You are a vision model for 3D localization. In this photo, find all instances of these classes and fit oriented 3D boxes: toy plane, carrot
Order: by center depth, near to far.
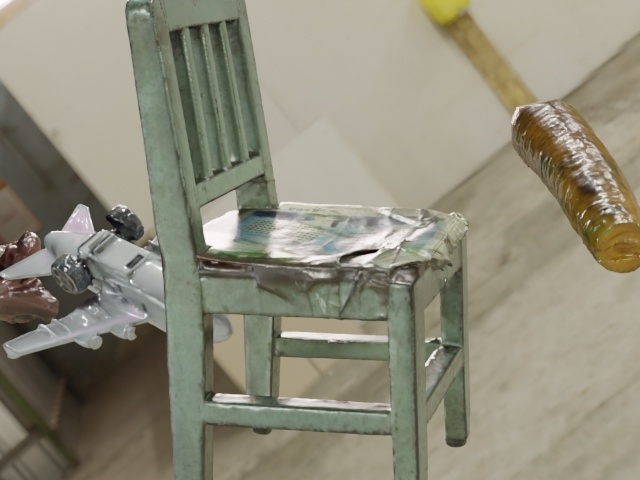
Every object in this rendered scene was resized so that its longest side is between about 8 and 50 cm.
[{"bbox_3d":[0.132,-0.032,0.667,0.042,0.042,0.171,-36,25,13],"label":"carrot"},{"bbox_3d":[-0.122,0.024,0.822,0.171,0.065,0.162,16,49,39],"label":"toy plane"}]

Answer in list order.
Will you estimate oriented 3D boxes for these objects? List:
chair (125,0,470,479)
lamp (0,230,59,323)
[{"bbox_3d":[0.000,0.000,0.690,0.147,0.270,0.136,1,12,17],"label":"chair"},{"bbox_3d":[-0.347,0.011,1.083,0.151,0.223,0.215,-10,21,26],"label":"lamp"}]
